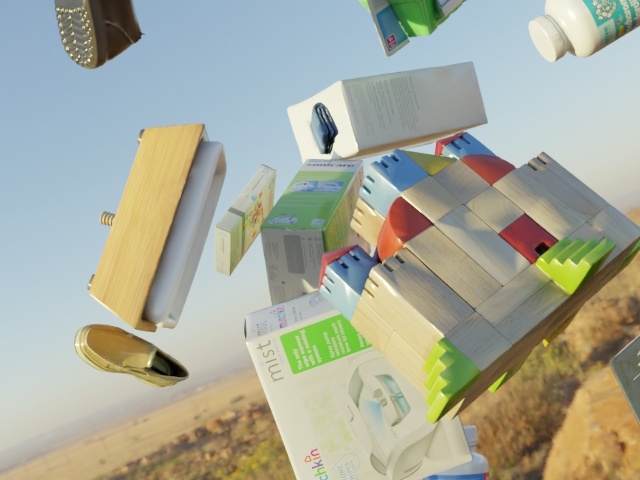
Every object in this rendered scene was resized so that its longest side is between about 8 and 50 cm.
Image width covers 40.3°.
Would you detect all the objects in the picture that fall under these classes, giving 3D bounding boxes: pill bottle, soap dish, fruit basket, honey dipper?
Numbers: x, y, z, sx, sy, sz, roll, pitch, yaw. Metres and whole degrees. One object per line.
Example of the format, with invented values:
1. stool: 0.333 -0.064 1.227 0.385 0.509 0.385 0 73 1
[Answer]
1. pill bottle: 0.537 -0.449 1.676 0.264 0.146 0.146 -32 -5 1
2. soap dish: -0.230 -0.015 1.259 0.118 0.290 0.229 18 -7 -2
3. fruit basket: 0.175 -0.588 1.695 0.165 0.353 0.327 13 45 38
4. honey dipper: -0.385 -0.031 1.822 0.161 0.030 0.030 13 6 16
5. pill bottle: 0.236 0.439 1.526 0.124 0.221 0.124 -3 -9 0

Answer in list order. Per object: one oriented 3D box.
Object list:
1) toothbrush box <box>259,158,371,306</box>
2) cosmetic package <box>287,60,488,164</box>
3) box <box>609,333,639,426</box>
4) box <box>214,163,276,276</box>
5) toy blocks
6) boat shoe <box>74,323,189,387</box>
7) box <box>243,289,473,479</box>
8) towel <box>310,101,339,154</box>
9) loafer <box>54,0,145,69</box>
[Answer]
1. toothbrush box: 0.000 0.000 1.589 0.122 0.206 0.283 2 29 15
2. cosmetic package: 0.154 -0.276 1.925 0.385 0.156 0.217 -17 2 -35
3. box: 0.577 0.269 1.056 0.212 0.294 0.395 -48 19 22
4. box: -0.149 -0.040 1.732 0.145 0.038 0.186 100 -163 -52
5. toy blocks: 0.149 0.002 0.938 0.381 0.261 0.190 -32 -26 -33
6. boat shoe: -0.270 0.167 1.284 0.072 0.068 0.190 -7 -25 38
7. box: 0.047 0.194 1.164 0.231 0.261 0.127 -19 13 -2
8. towel: 0.005 -0.193 1.511 0.029 0.067 0.119 -21 -9 -6
9. loafer: -0.356 -0.461 1.372 0.134 0.365 0.130 22 33 36
